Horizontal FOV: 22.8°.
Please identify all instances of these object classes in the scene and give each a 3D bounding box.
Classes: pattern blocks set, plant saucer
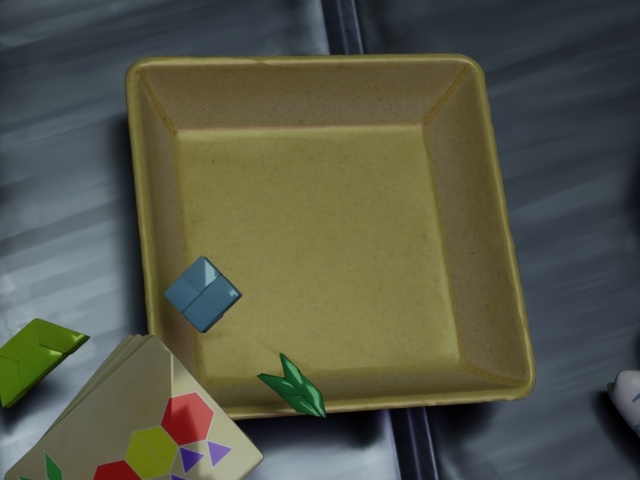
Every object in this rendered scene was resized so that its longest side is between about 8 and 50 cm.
[{"bbox_3d":[-0.153,0.182,1.258,0.325,0.026,0.285,-35,80,2],"label":"pattern blocks set"},{"bbox_3d":[0.000,0.000,1.402,0.333,0.081,0.332,-2,70,-14],"label":"plant saucer"}]

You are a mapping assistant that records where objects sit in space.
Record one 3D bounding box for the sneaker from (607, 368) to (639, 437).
[{"bbox_3d":[0.384,0.084,1.448,0.129,0.111,0.297,43,65,12],"label":"sneaker"}]
